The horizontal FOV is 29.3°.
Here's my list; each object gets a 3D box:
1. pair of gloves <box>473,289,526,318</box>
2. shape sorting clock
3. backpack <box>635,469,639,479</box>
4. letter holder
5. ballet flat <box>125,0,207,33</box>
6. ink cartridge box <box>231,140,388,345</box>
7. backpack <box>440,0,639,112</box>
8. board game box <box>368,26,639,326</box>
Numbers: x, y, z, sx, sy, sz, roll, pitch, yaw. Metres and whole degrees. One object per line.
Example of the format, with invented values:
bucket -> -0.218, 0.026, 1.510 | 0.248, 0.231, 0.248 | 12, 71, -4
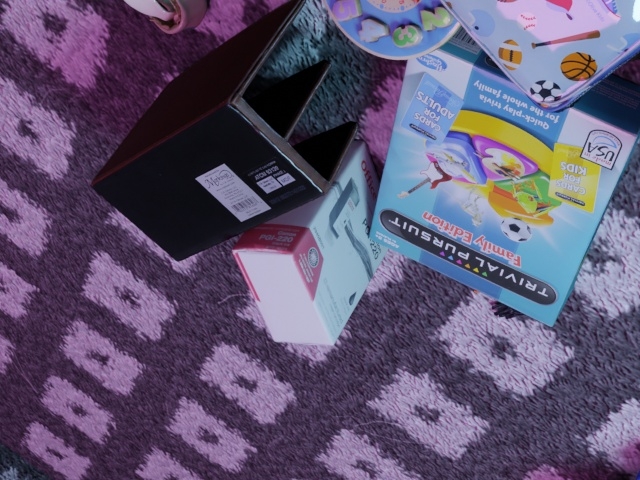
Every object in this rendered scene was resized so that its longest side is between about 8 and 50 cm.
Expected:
pair of gloves -> 0.237, 0.069, 1.582 | 0.083, 0.010, 0.074 | 46, 141, -18
shape sorting clock -> 0.072, -0.286, 1.243 | 0.206, 0.040, 0.206 | 12, 111, 34
backpack -> 0.467, 0.316, 1.598 | 0.098, 0.101, 0.120 | 45, 146, -1
letter holder -> -0.097, -0.133, 1.464 | 0.152, 0.214, 0.302 | 43, 142, -21
ballet flat -> -0.239, -0.339, 1.451 | 0.248, 0.086, 0.086 | 43, 143, -9
ink cartridge box -> 0.000, 0.000, 1.519 | 0.092, 0.218, 0.158 | 2, 132, 30
backpack -> 0.223, -0.266, 1.051 | 0.276, 0.213, 0.263 | 43, 118, -14
board game box -> 0.203, -0.075, 1.392 | 0.254, 0.079, 0.336 | 26, 142, 13
